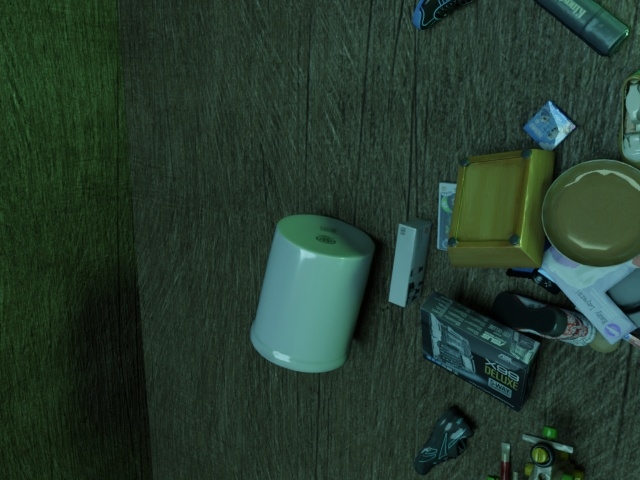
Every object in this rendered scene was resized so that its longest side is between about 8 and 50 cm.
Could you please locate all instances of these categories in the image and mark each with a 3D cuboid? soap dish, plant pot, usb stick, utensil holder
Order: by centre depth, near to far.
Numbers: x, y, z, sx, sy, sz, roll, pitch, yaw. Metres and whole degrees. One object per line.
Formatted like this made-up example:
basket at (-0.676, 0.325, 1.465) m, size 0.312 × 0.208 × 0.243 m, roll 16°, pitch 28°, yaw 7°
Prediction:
plant pot at (0.613, -0.058, 1.286) m, size 0.236 × 0.032 × 0.237 m, roll -1°, pitch 87°, yaw 27°
usb stick at (0.559, -0.517, 1.298) m, size 0.278 × 0.045 × 0.077 m, roll 50°, pitch 129°, yaw 19°
soap dish at (0.427, -0.080, 1.409) m, size 0.228 × 0.118 × 0.291 m, roll -1°, pitch 71°, yaw 42°
utensil holder at (-0.024, 0.154, 1.799) m, size 0.327 × 0.327 × 0.386 m, roll 29°, pitch 118°, yaw 31°

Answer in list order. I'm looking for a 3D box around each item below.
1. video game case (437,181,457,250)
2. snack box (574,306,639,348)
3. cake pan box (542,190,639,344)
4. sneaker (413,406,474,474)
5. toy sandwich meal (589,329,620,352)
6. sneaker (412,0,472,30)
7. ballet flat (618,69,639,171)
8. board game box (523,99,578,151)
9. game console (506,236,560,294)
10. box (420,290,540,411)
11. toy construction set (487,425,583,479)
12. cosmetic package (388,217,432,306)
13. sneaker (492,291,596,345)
video game case at (0.399, -0.057, 1.580) m, size 0.173 × 0.022 × 0.191 m, roll 11°, pitch 109°, yaw 38°
snack box at (0.692, 0.195, 1.374) m, size 0.178 × 0.064 × 0.022 m, roll 36°, pitch 120°, yaw 27°
cake pan box at (0.668, 0.065, 1.313) m, size 0.246 × 0.070 × 0.267 m, roll -44°, pitch 70°, yaw 24°
sneaker at (0.365, 0.625, 1.751) m, size 0.106 × 0.101 × 0.268 m, roll 35°, pitch 123°, yaw 25°
toy sandwich meal at (0.683, 0.233, 1.419) m, size 0.085 × 0.029 × 0.086 m, roll 9°, pitch 106°, yaw 34°
sneaker at (0.325, -0.605, 1.447) m, size 0.232 × 0.081 × 0.090 m, roll -50°, pitch 63°, yaw 36°
ballet flat at (0.676, -0.245, 1.257) m, size 0.080 × 0.073 × 0.233 m, roll -1°, pitch 102°, yaw 41°
board game box at (0.547, -0.270, 1.395) m, size 0.090 × 0.020 × 0.090 m, roll 51°, pitch 130°, yaw 17°
game console at (0.554, 0.057, 1.439) m, size 0.124 × 0.085 × 0.144 m, roll 39°, pitch 125°, yaw 26°
box at (0.417, 0.294, 1.561) m, size 0.307 × 0.076 × 0.243 m, roll 27°, pitch 148°, yaw 32°
toy construction set at (0.573, 0.589, 1.526) m, size 0.308 × 0.257 × 0.238 m, roll -6°, pitch 80°, yaw 63°
cosmetic package at (0.260, 0.063, 1.682) m, size 0.060 × 0.098 × 0.239 m, roll 18°, pitch 114°, yaw 33°
sneaker at (0.559, 0.201, 1.470) m, size 0.270 × 0.144 × 0.090 m, roll -169°, pitch 96°, yaw -72°
